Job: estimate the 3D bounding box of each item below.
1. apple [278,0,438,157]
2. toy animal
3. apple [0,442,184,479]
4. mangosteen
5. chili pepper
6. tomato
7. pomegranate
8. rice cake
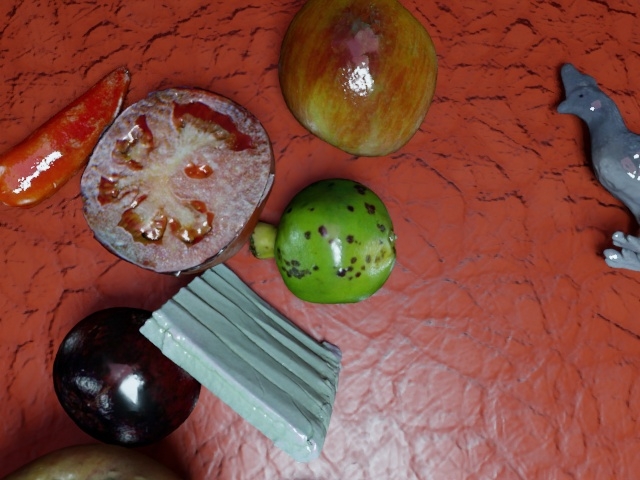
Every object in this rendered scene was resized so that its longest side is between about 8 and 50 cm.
[{"bbox_3d":[0.041,-0.197,0.621,0.195,0.160,0.173,33,102,10],"label":"apple"},{"bbox_3d":[0.406,-0.050,0.627,0.367,0.081,0.206,37,69,5],"label":"toy animal"},{"bbox_3d":[-0.201,0.297,0.424,0.261,0.261,0.194,-10,124,-4],"label":"apple"},{"bbox_3d":[-0.194,0.135,0.554,0.152,0.152,0.152,0,79,-2],"label":"mangosteen"},{"bbox_3d":[-0.317,-0.108,0.629,0.071,0.063,0.272,43,78,-7],"label":"chili pepper"},{"bbox_3d":[-0.154,-0.060,0.604,0.225,0.085,0.225,-2,74,6],"label":"tomato"},{"bbox_3d":[0.002,-0.002,0.587,0.169,0.122,0.143,10,82,-1],"label":"pomegranate"},{"bbox_3d":[-0.068,0.111,0.548,0.198,0.189,0.037,34,109,0],"label":"rice cake"}]
